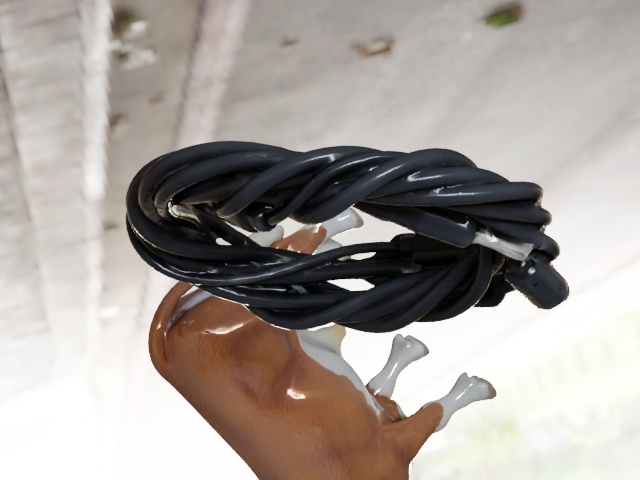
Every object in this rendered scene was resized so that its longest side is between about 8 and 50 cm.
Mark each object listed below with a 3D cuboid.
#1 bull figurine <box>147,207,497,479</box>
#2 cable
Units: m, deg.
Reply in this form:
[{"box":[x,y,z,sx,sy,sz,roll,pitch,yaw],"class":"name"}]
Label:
[{"box":[0.006,0.120,1.306,0.188,0.310,0.101,-49,-145,-18],"class":"bull figurine"},{"box":[0.000,0.000,0.729,0.184,0.047,0.150,2,165,23],"class":"cable"}]
